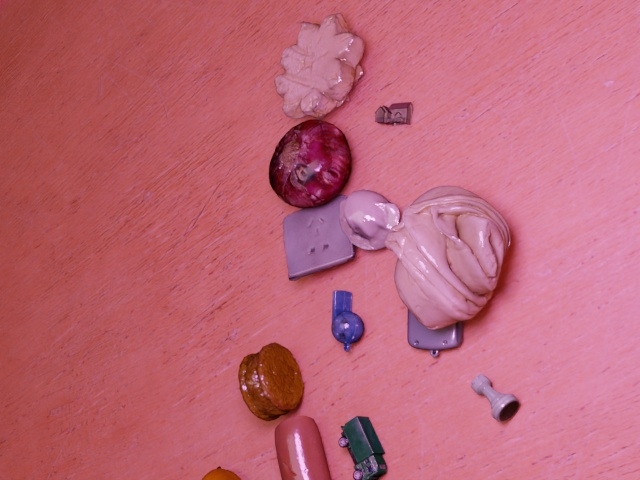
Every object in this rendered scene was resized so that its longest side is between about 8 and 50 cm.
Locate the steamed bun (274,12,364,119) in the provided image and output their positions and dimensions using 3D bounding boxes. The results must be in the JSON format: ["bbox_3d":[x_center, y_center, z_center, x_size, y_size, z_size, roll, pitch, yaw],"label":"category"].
[{"bbox_3d":[0.016,-0.463,2.083,0.292,0.137,0.296,-35,53,31],"label":"steamed bun"}]

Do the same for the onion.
[{"bbox_3d":[-0.024,-0.194,2.018,0.246,0.190,0.246,-28,45,31],"label":"onion"}]

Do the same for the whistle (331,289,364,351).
[{"bbox_3d":[0.068,0.199,1.923,0.090,0.090,0.158,-7,75,36],"label":"whistle"}]

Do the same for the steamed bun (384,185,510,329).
[{"bbox_3d":[0.278,0.030,1.669,0.289,0.203,0.276,-44,83,-8],"label":"steamed bun"}]

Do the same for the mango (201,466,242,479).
[{"bbox_3d":[-0.245,0.711,2.036,0.147,0.109,0.227,-40,55,-5],"label":"mango"}]

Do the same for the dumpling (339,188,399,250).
[{"bbox_3d":[0.114,-0.054,1.922,0.176,0.092,0.150,20,77,14],"label":"dumpling"}]

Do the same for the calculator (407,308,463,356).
[{"bbox_3d":[0.268,0.150,1.802,0.141,0.045,0.246,-7,75,36],"label":"calculator"}]

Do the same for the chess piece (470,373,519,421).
[{"bbox_3d":[0.375,0.339,1.671,0.067,0.067,0.103,-58,44,12],"label":"chess piece"}]

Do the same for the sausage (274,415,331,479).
[{"bbox_3d":[-0.033,0.592,1.889,0.121,0.121,0.304,-28,63,30],"label":"sausage"}]

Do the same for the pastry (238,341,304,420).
[{"bbox_3d":[-0.128,0.364,1.981,0.103,0.188,0.189,-27,64,27],"label":"pastry"}]

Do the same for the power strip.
[{"bbox_3d":[0.000,0.000,2.021,0.198,0.064,0.213,-20,52,20],"label":"power strip"}]

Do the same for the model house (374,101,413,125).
[{"bbox_3d":[0.188,-0.326,1.966,0.083,0.057,0.058,4,87,40],"label":"model house"}]

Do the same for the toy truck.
[{"bbox_3d":[0.103,0.504,1.839,0.079,0.065,0.147,-37,58,21],"label":"toy truck"}]
